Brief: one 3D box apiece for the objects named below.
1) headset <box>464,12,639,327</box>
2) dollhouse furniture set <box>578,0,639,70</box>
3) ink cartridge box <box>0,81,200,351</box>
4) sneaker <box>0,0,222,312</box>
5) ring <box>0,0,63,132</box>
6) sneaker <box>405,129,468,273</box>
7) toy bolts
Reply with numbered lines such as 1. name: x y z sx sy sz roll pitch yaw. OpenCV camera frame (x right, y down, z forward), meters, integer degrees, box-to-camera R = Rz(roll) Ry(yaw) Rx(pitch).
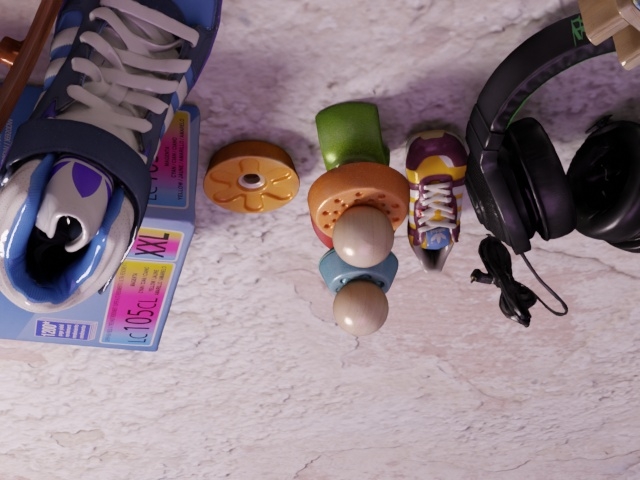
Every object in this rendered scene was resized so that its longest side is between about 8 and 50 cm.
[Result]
1. headset: 0.247 -0.071 1.177 0.244 0.185 0.394 -1 132 -14
2. dollhouse furniture set: 0.183 -0.274 0.731 0.212 0.242 0.161 26 136 -37
3. ink cartridge box: -0.337 -0.024 1.157 0.396 0.151 0.270 7 145 -12
4. sneaker: -0.157 -0.093 0.885 0.130 0.236 0.322 25 108 -23
5. ring: -0.215 -0.165 0.794 0.032 0.336 0.336 25 141 -8
6. sneaker: 0.125 -0.039 1.223 0.070 0.083 0.185 -5 147 3
7. toy bolts: 0.000 0.000 1.204 0.218 0.158 0.228 -11 146 12
